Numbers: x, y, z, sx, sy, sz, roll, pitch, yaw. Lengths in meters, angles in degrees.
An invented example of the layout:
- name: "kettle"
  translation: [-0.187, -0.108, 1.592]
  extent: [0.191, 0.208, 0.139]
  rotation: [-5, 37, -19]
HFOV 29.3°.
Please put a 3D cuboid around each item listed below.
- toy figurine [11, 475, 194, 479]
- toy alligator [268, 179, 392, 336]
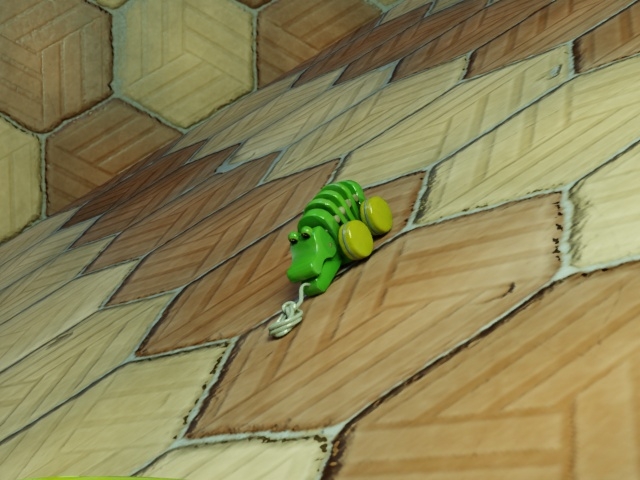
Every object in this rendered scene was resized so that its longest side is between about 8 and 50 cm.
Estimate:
- name: "toy figurine"
  translation: [-0.182, 0.179, 0.360]
  extent: [0.191, 0.363, 0.217]
  rotation: [-52, 36, 42]
- name: "toy alligator"
  translation: [0.000, 0.000, 0.884]
  extent: [0.056, 0.051, 0.189]
  rotation: [-21, 16, 35]
